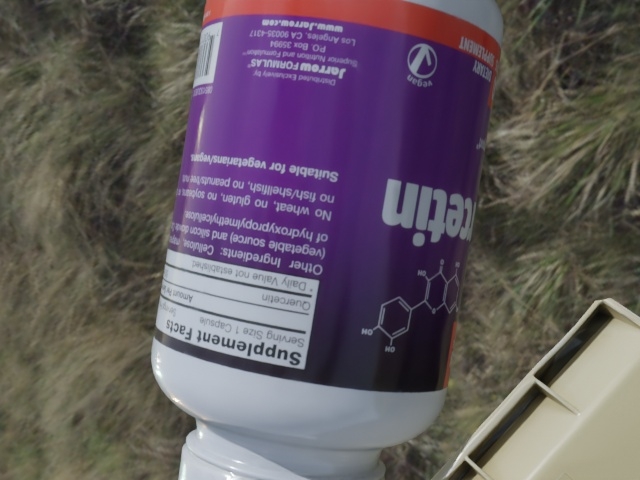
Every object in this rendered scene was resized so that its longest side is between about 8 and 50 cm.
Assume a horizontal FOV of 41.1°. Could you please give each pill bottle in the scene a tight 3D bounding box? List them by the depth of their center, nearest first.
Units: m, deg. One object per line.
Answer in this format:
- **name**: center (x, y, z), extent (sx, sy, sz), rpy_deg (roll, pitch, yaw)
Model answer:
- **pill bottle**: center (0.000, 0.000, 0.520), extent (0.181, 0.181, 0.323), rpy_deg (9, 91, 37)

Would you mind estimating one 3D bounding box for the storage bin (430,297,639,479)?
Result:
- **storage bin**: center (0.173, 0.213, 0.468), extent (0.260, 0.262, 0.123), rpy_deg (42, 173, 21)
